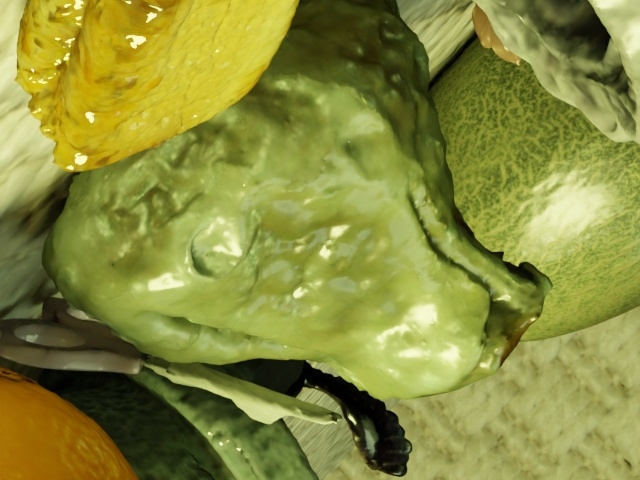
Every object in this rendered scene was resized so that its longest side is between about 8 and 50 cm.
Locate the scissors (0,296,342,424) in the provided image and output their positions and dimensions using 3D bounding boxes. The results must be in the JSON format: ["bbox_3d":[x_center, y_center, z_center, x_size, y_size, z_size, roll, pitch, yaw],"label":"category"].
[{"bbox_3d":[-0.084,0.074,1.113,0.110,0.212,0.021,-25,130,-61],"label":"scissors"}]

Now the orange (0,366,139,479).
[{"bbox_3d":[-0.196,0.180,0.979,0.246,0.246,0.246,-42,170,-9],"label":"orange"}]

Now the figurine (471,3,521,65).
[{"bbox_3d":[0.162,-0.164,1.305,0.114,0.126,0.157,1,162,-2],"label":"figurine"}]

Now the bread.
[{"bbox_3d":[-0.055,-0.112,0.753,0.114,0.083,0.211,-31,165,-32],"label":"bread"}]

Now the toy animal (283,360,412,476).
[{"bbox_3d":[-0.028,0.104,1.576,0.160,0.272,0.197,-5,-156,39],"label":"toy animal"}]

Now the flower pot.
[{"bbox_3d":[-0.116,0.211,1.279,0.283,0.299,0.299,-29,164,-35],"label":"flower pot"}]

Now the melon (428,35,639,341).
[{"bbox_3d":[0.193,-0.059,1.491,0.329,0.248,0.248,-44,171,21],"label":"melon"}]

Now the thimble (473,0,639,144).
[{"bbox_3d":[0.147,-0.168,0.930,0.157,0.217,0.245,-43,156,-6],"label":"thimble"}]

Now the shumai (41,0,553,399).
[{"bbox_3d":[0.000,0.000,1.061,0.261,0.222,0.225,-25,162,-48],"label":"shumai"}]
